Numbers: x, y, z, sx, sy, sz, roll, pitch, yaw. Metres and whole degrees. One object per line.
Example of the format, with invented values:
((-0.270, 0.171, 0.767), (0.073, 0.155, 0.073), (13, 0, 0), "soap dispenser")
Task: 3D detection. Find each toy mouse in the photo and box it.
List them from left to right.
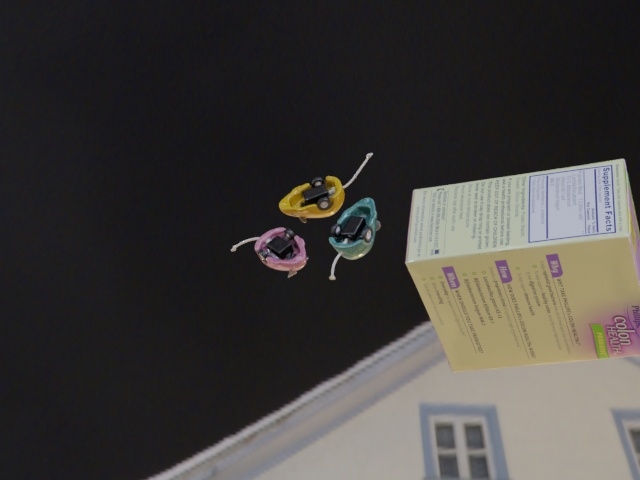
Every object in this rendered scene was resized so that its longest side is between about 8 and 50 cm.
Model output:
((0.000, 0.000, 1.019), (0.161, 0.143, 0.031), (-24, -50, 0), "toy mouse")

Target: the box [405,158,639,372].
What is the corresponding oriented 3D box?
((0.244, 0.035, 1.273), (0.243, 0.117, 0.213), (-7, -44, 20), "box")
